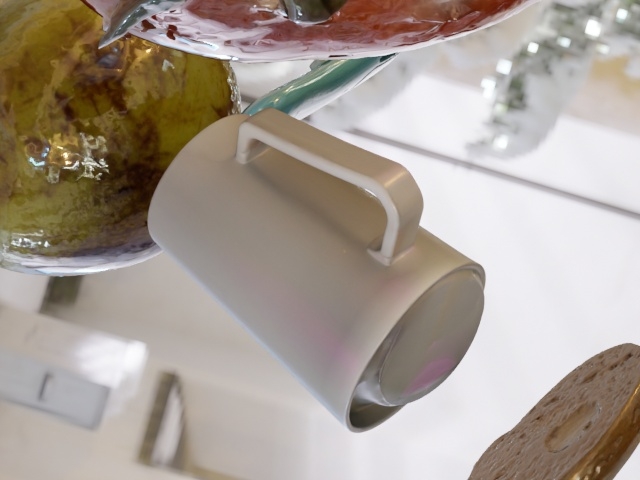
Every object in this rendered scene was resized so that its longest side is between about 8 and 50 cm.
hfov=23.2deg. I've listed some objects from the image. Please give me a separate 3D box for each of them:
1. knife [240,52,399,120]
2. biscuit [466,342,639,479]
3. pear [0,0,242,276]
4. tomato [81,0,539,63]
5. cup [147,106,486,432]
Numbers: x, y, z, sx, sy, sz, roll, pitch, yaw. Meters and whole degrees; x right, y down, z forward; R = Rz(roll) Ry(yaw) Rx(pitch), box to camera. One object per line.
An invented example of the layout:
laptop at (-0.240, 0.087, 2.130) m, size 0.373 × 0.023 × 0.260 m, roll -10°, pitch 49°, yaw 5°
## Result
knife at (0.002, -0.110, 1.052) m, size 0.064 × 0.031 × 0.222 m, roll -37°, pitch 180°, yaw 33°
biscuit at (0.201, 0.172, 1.264) m, size 0.208 × 0.049 × 0.181 m, roll -44°, pitch -170°, yaw 5°
pear at (-0.207, -0.094, 1.308) m, size 0.283 × 0.283 × 0.283 m, roll -164°, pitch -90°, yaw -85°
tomato at (0.002, -0.240, 0.674) m, size 0.273 × 0.341 × 0.341 m, roll -107°, pitch -152°, yaw -43°
cup at (0.000, 0.000, 0.557) m, size 0.074 × 0.116 × 0.104 m, roll -36°, pitch 154°, yaw -32°
